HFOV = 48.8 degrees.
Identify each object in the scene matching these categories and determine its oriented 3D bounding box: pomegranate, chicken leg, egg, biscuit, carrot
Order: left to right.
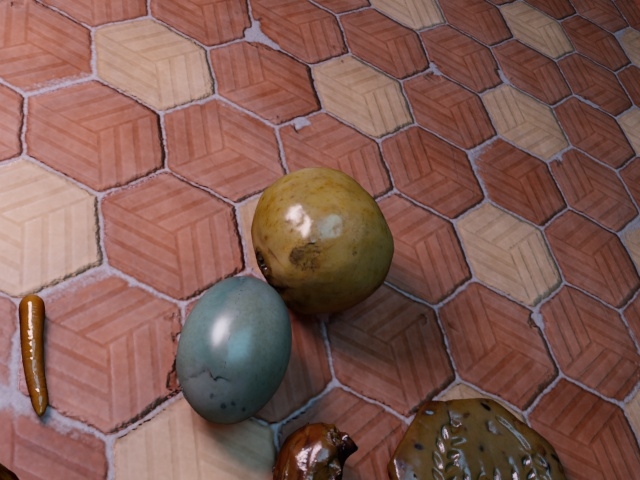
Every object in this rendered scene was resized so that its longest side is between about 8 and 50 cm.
[{"bbox_3d":[-0.413,0.165,1.018,0.037,0.037,0.190,0,59,-27],"label":"carrot"},{"bbox_3d":[-0.129,0.162,1.068,0.169,0.169,0.236,20,47,-12],"label":"egg"},{"bbox_3d":[-0.034,0.384,0.986,0.093,0.113,0.304,53,39,-30],"label":"chicken leg"},{"bbox_3d":[0.000,0.000,1.217,0.261,0.260,0.260,14,50,-17],"label":"pomegranate"},{"bbox_3d":[0.275,0.418,1.161,0.359,0.046,0.359,14,49,-17],"label":"biscuit"}]

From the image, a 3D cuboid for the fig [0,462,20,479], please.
[{"bbox_3d":[-0.431,0.326,0.807,0.166,0.144,0.154,-3,70,-5],"label":"fig"}]
